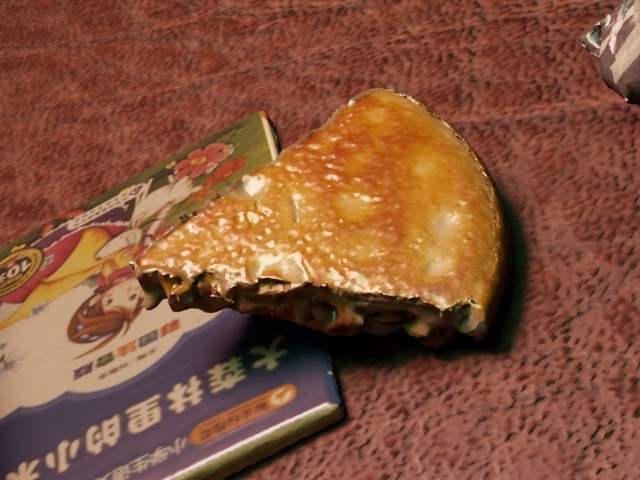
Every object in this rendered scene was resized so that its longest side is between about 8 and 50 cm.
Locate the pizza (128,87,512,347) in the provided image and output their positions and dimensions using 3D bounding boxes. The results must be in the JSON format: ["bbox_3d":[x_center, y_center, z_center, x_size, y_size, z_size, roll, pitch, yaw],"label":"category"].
[{"bbox_3d":[0.000,0.000,1.006,0.193,0.053,0.201,-9,39,3],"label":"pizza"}]

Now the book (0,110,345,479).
[{"bbox_3d":[-0.109,0.052,1.086,0.228,0.018,0.322,-28,30,7],"label":"book"}]

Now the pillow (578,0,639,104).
[{"bbox_3d":[0.277,-0.125,0.916,0.335,0.092,0.161,5,58,44],"label":"pillow"}]
